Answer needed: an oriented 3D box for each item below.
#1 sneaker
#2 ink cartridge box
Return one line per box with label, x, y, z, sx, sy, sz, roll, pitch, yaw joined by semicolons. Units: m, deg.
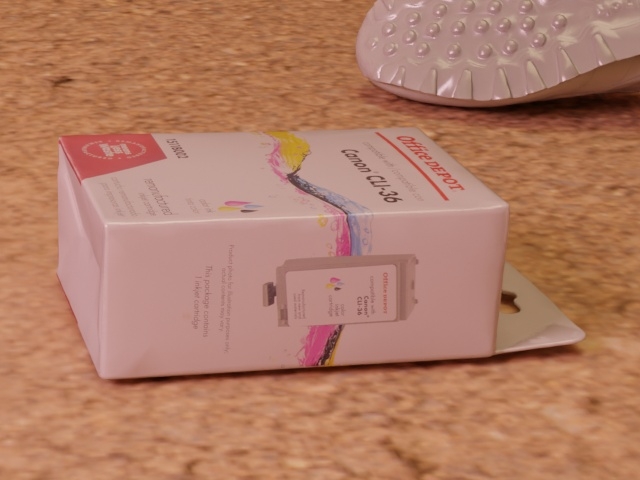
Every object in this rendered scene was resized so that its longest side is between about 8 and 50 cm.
sneaker;0.139;-0.113;1.098;0.235;0.090;0.095;-6;-16;6
ink cartridge box;0.000;0.000;0.764;0.198;0.067;0.115;-2;20;-17
